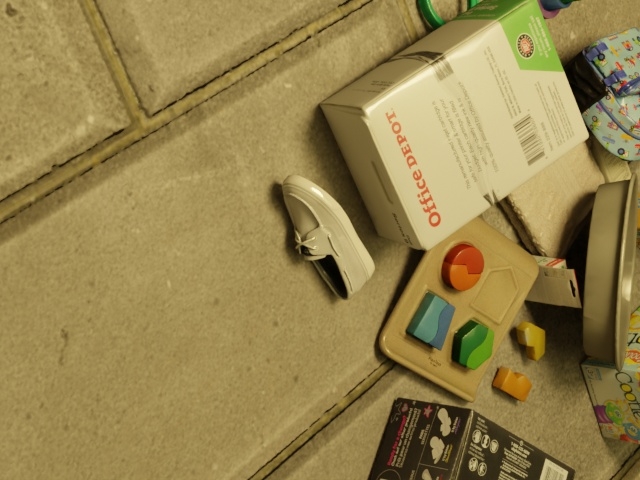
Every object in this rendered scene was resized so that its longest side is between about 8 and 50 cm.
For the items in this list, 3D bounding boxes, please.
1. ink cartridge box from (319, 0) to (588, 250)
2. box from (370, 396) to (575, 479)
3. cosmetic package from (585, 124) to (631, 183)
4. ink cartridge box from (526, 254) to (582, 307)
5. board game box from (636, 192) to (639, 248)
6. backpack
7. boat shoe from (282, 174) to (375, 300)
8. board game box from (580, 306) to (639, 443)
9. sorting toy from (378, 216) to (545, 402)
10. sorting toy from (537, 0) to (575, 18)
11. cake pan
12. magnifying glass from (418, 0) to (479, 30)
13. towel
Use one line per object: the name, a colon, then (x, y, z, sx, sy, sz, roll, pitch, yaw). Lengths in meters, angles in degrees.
ink cartridge box: (0.172, -0.153, 1.619, 0.289, 0.121, 0.211, -33, 113, -20)
box: (0.200, 0.328, 1.691, 0.247, 0.142, 0.163, 33, 69, -39)
cosmetic package: (0.435, -0.123, 1.948, 0.060, 0.041, 0.115, -40, 117, -35)
ink cartridge box: (0.334, 0.058, 1.814, 0.029, 0.115, 0.062, -25, 109, -31)
board game box: (0.658, 0.009, 1.968, 0.242, 0.317, 0.064, 34, 70, -37)
backpack: (0.453, -0.210, 1.871, 0.158, 0.117, 0.173, -17, 70, -40)
boat shoe: (0.000, 0.000, 1.558, 0.063, 0.066, 0.184, -55, 134, -27)
board game box: (0.559, 0.187, 2.002, 0.275, 0.142, 0.144, -36, 115, -35)
sorting toy: (0.229, 0.107, 1.752, 0.307, 0.041, 0.229, 32, 81, -39)
sorting toy: (0.365, -0.501, 1.817, 0.127, 0.126, 0.365, 10, 84, -42)
cake pan: (0.426, 0.044, 1.858, 0.293, 0.054, 0.293, 5, 90, -73)
magnifying glass: (0.201, -0.269, 1.722, 0.092, 0.026, 0.231, -34, 101, -32)
towel: (0.315, -0.112, 1.838, 0.282, 0.049, 0.187, 52, 59, -30)
